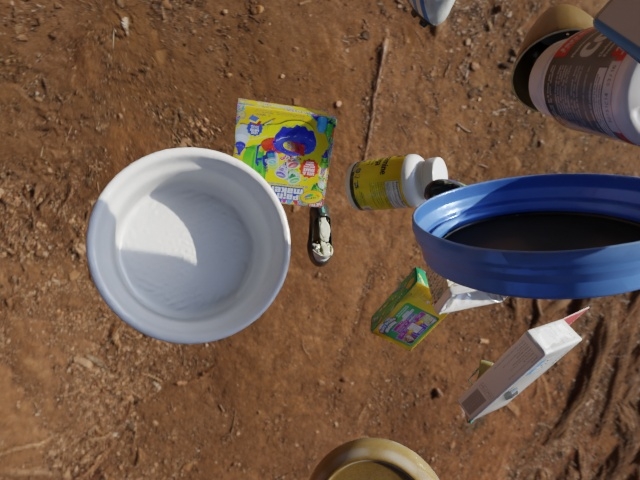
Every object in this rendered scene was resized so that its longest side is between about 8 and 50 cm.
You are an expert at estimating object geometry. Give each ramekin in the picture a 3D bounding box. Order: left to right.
[{"bbox_3d":[-0.195,0.011,0.696,0.277,0.135,0.277,2,83,-20],"label":"ramekin"}]

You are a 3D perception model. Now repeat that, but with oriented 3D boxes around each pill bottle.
[{"bbox_3d":[0.270,-0.208,1.631,0.188,0.334,0.188,3,86,-55],"label":"pill bottle"},{"bbox_3d":[0.437,-0.237,0.678,0.161,0.283,0.161,-1,111,-1],"label":"pill bottle"}]

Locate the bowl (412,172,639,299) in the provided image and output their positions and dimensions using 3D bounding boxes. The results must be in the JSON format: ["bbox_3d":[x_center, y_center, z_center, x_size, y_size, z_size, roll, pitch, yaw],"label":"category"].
[{"bbox_3d":[0.344,-0.022,0.708,0.391,0.391,0.077,-16,109,-17],"label":"bowl"}]

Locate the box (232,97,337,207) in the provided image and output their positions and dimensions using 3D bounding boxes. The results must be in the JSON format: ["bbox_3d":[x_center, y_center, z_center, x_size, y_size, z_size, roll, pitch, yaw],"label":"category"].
[{"bbox_3d":[-0.124,-0.270,1.410,0.290,0.177,0.279,4,112,-11],"label":"box"}]

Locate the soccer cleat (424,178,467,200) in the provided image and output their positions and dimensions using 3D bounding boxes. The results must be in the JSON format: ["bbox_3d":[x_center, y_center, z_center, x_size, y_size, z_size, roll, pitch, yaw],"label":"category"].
[{"bbox_3d":[0.417,-0.093,1.208,0.289,0.121,0.093,21,94,7],"label":"soccer cleat"}]

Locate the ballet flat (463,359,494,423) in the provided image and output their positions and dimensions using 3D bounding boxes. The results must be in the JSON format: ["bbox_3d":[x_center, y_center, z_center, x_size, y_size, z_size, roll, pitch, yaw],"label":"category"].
[{"bbox_3d":[0.550,0.528,1.608,0.080,0.073,0.232,15,100,-56],"label":"ballet flat"}]

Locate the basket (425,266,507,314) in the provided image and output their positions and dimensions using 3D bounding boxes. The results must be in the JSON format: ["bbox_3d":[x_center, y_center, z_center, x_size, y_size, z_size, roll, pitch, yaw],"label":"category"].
[{"bbox_3d":[0.325,0.082,0.992,0.167,0.103,0.113,-9,150,-9],"label":"basket"}]

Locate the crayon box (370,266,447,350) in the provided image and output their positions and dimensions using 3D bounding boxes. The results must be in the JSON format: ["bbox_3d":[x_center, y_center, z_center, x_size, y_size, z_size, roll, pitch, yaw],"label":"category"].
[{"bbox_3d":[0.311,0.237,1.537,0.165,0.081,0.278,27,123,-11],"label":"crayon box"}]

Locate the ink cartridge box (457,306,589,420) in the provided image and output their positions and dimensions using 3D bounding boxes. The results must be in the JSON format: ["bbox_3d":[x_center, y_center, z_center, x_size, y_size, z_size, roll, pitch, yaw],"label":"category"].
[{"bbox_3d":[0.497,0.294,1.082,0.261,0.066,0.296,-8,139,-32],"label":"ink cartridge box"}]

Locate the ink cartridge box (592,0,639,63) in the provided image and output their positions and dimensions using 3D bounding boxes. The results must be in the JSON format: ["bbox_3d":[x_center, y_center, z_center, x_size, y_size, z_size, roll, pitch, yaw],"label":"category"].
[{"bbox_3d":[0.397,-0.103,0.334,0.307,0.223,0.129,16,129,-27],"label":"ink cartridge box"}]

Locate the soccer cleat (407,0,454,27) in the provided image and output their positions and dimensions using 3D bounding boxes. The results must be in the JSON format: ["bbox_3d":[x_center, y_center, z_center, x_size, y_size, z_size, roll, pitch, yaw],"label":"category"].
[{"bbox_3d":[0.289,-0.822,1.424,0.116,0.331,0.143,-37,172,-44],"label":"soccer cleat"}]

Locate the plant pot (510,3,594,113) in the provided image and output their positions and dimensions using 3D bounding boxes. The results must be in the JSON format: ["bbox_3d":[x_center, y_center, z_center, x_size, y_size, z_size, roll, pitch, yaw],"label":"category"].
[{"bbox_3d":[0.633,-0.509,1.206,0.237,0.254,0.237,12,145,8],"label":"plant pot"}]

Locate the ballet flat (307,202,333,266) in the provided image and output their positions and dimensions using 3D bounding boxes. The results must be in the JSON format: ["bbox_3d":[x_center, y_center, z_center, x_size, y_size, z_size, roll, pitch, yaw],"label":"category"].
[{"bbox_3d":[0.000,0.000,1.624,0.095,0.096,0.280,-13,125,-11],"label":"ballet flat"}]

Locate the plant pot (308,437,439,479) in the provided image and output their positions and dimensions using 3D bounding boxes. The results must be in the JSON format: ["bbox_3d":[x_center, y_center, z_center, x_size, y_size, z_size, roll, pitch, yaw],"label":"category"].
[{"bbox_3d":[0.083,0.433,0.702,0.236,0.236,0.032,-42,163,-1],"label":"plant pot"}]
